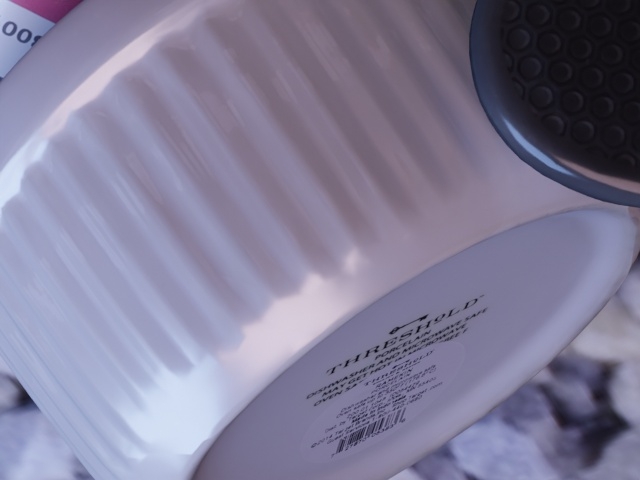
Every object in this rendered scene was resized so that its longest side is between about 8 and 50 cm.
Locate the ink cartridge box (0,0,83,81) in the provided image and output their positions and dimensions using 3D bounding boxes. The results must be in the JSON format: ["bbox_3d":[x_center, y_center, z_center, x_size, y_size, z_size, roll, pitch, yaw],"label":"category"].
[{"bbox_3d":[-0.152,-0.073,0.550,0.172,0.100,0.237,26,127,-18],"label":"ink cartridge box"}]

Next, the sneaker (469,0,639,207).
[{"bbox_3d":[0.158,-0.049,0.503,0.270,0.090,0.145,-11,175,-12],"label":"sneaker"}]

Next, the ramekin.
[{"bbox_3d":[0.000,0.000,0.530,0.207,0.109,0.207,-30,158,-13],"label":"ramekin"}]
